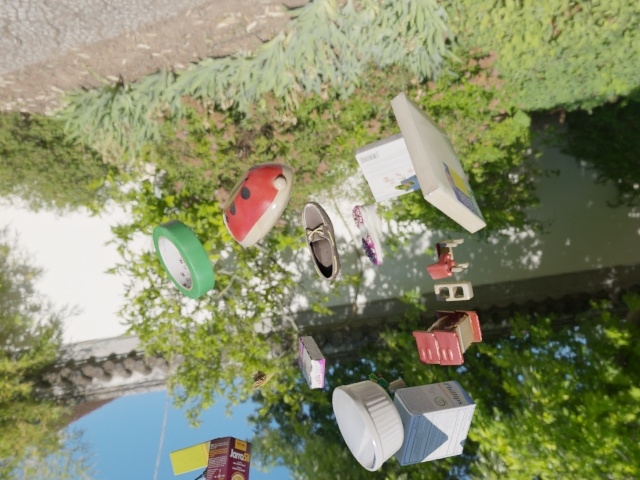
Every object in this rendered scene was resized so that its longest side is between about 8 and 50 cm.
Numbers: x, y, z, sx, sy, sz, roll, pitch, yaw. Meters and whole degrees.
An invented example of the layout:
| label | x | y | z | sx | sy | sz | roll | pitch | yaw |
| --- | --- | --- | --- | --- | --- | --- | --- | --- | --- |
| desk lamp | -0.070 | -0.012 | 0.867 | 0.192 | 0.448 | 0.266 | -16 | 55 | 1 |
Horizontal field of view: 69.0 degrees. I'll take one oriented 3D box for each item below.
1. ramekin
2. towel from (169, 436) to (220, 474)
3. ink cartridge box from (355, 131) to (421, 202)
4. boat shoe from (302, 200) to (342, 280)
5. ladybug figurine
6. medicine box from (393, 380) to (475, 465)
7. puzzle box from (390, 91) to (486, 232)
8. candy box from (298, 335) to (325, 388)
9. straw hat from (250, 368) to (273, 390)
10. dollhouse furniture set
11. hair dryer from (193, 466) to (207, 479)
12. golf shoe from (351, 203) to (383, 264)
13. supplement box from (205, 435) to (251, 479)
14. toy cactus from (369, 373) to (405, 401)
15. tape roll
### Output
| label | x | y | z | sx | sy | sz | roll | pitch | yaw |
| --- | --- | --- | --- | --- | --- | --- | --- | --- | --- |
| ramekin | 0.158 | 0.588 | 1.518 | 0.127 | 0.273 | 0.273 | -17 | -175 | -23 |
| towel | -0.545 | 0.958 | 2.069 | 0.237 | 0.102 | 0.021 | -17 | 170 | 1 |
| ink cartridge box | 0.331 | -0.321 | 1.992 | 0.296 | 0.261 | 0.066 | -17 | -143 | 18 |
| boat shoe | 0.000 | 0.000 | 1.812 | 0.116 | 0.325 | 0.096 | -17 | 178 | 12 |
| ladybug figurine | -0.237 | -0.143 | 1.683 | 0.161 | 0.305 | 0.449 | 24 | 153 | -19 |
| medicine box | 0.438 | 0.727 | 1.865 | 0.289 | 0.264 | 0.149 | -2 | -155 | -19 |
| puzzle box | 0.351 | -0.239 | 1.405 | 0.052 | 0.409 | 0.272 | -34 | 138 | 30 |
| candy box | -0.047 | 0.598 | 2.305 | 0.071 | 0.159 | 0.233 | -2 | -162 | -17 |
| straw hat | -0.294 | 0.647 | 2.212 | 0.144 | 0.061 | 0.144 | -33 | 159 | -15 |
| dollhouse furniture set | 0.401 | 0.198 | 1.544 | 0.152 | 0.375 | 0.201 | -9 | -174 | 39 |
| hair dryer | -0.423 | 0.852 | 1.455 | 0.080 | 0.224 | 0.293 | 27 | -158 | 32 |
| golf shoe | 0.261 | -0.038 | 2.263 | 0.140 | 0.307 | 0.115 | -18 | -178 | -24 |
| supplement box | -0.268 | 0.680 | 1.350 | 0.080 | 0.188 | 0.104 | -21 | 139 | 25 |
| toy cactus | 0.296 | 0.672 | 2.041 | 0.180 | 0.219 | 0.112 | -38 | 132 | 18 |
| tape roll | -0.543 | 0.075 | 1.839 | 0.077 | 0.322 | 0.321 | -31 | -165 | -34 |
